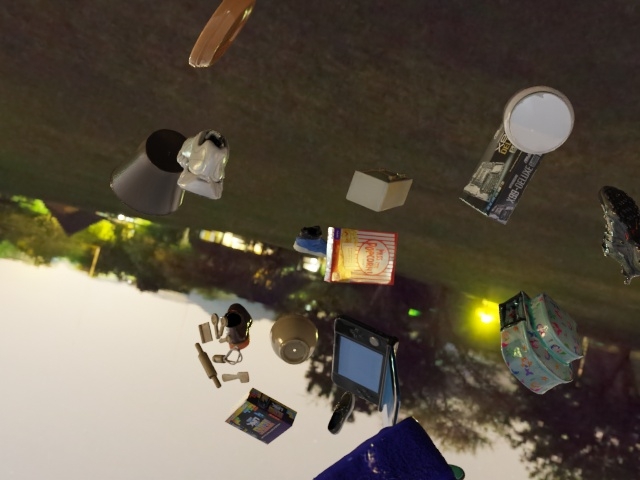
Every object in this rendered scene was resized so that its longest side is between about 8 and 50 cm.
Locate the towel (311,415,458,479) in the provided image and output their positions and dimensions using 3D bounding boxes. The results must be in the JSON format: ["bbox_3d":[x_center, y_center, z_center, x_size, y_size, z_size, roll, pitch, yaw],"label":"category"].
[{"bbox_3d":[0.120,0.418,0.878,0.308,0.228,0.076,51,178,36],"label":"towel"}]

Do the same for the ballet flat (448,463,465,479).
[{"bbox_3d":[0.254,0.595,1.588,0.206,0.067,0.073,-7,-153,12],"label":"ballet flat"}]

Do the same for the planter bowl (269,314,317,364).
[{"bbox_3d":[-0.087,0.339,2.116,0.162,0.162,0.109,16,-159,-10],"label":"planter bowl"}]

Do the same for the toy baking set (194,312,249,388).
[{"bbox_3d":[-0.291,0.327,1.850,0.030,0.196,0.256,-7,-126,-40],"label":"toy baking set"}]

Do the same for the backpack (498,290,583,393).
[{"bbox_3d":[0.610,0.287,1.799,0.225,0.253,0.191,40,132,-20],"label":"backpack"}]

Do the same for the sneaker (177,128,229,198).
[{"bbox_3d":[-0.241,-0.185,1.380,0.110,0.118,0.292,16,-162,-20],"label":"sneaker"}]

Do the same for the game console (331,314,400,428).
[{"bbox_3d":[0.110,0.375,1.643,0.250,0.173,0.293,22,135,21],"label":"game console"}]

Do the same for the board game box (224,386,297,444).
[{"bbox_3d":[-0.162,0.476,1.735,0.141,0.048,0.170,32,137,-7],"label":"board game box"}]

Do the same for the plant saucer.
[{"bbox_3d":[-0.187,-0.418,1.269,0.037,0.200,0.200,35,172,-9],"label":"plant saucer"}]

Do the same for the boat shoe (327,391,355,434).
[{"bbox_3d":[0.064,0.530,1.990,0.049,0.142,0.040,14,160,34],"label":"boat shoe"}]

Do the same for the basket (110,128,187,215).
[{"bbox_3d":[-0.429,-0.184,1.698,0.204,0.154,0.227,23,149,-19],"label":"basket"}]

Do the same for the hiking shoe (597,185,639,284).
[{"bbox_3d":[0.678,-0.015,1.480,0.086,0.226,0.114,-1,152,-24],"label":"hiking shoe"}]

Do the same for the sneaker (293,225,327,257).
[{"bbox_3d":[0.000,0.000,1.979,0.152,0.084,0.058,12,-154,-21],"label":"sneaker"}]

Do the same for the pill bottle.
[{"bbox_3d":[0.528,-0.296,1.571,0.160,0.160,0.283,14,-163,11],"label":"pill bottle"}]

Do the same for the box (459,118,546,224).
[{"bbox_3d":[0.598,-0.230,2.101,0.077,0.307,0.242,24,-167,-17],"label":"box"}]

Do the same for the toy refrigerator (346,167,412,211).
[{"bbox_3d":[0.176,-0.154,1.858,0.102,0.094,0.269,24,-165,18],"label":"toy refrigerator"}]

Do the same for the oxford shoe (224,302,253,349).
[{"bbox_3d":[-0.292,0.275,2.261,0.097,0.098,0.271,-16,-156,-5],"label":"oxford shoe"}]

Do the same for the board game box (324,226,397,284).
[{"bbox_3d":[0.111,0.043,1.759,0.194,0.146,0.045,4,-179,-22],"label":"board game box"}]
